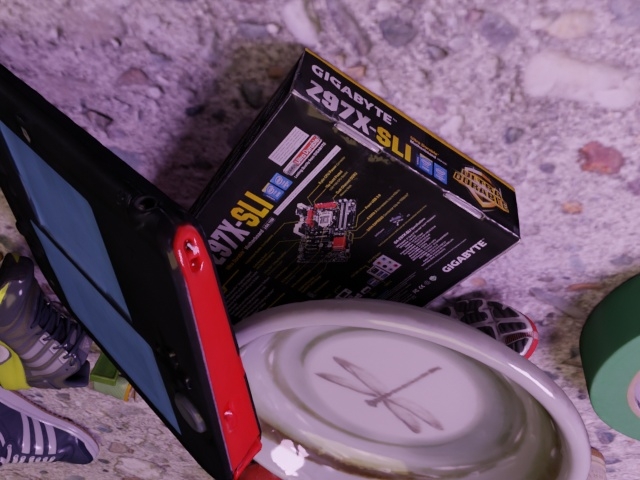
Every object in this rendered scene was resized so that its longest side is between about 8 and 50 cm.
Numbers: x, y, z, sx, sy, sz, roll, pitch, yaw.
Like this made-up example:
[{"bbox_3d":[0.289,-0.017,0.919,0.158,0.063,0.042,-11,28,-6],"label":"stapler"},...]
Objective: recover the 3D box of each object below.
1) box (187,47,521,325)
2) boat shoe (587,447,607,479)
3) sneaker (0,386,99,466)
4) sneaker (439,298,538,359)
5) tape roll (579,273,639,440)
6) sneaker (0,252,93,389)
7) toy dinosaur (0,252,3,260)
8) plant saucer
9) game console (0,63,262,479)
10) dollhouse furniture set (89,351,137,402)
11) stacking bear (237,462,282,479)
[{"bbox_3d":[0.000,0.000,0.624,0.257,0.079,0.322,30,133,-18],"label":"box"},{"bbox_3d":[0.359,0.446,1.005,0.109,0.098,0.302,25,134,-15],"label":"boat shoe"},{"bbox_3d":[-0.535,0.377,1.053,0.099,0.153,0.282,-21,129,29],"label":"sneaker"},{"bbox_3d":[0.180,0.163,0.766,0.118,0.107,0.279,11,143,-29],"label":"sneaker"},{"bbox_3d":[0.476,0.138,0.682,0.321,0.077,0.321,5,136,5],"label":"tape roll"},{"bbox_3d":[-0.376,0.119,0.807,0.121,0.111,0.300,10,144,-10],"label":"sneaker"},{"bbox_3d":[-0.465,0.040,0.789,0.082,0.090,0.047,28,178,10],"label":"toy dinosaur"},{"bbox_3d":[0.075,0.178,0.647,0.401,0.100,0.400,11,136,11],"label":"plant saucer"},{"bbox_3d":[-0.204,0.027,0.547,0.387,0.060,0.342,34,148,32],"label":"game console"},{"bbox_3d":[-0.328,0.229,0.931,0.076,0.058,0.151,17,136,-6],"label":"dollhouse furniture set"},{"bbox_3d":[-0.102,0.543,1.155,0.164,0.175,0.289,0,128,13],"label":"stacking bear"}]
